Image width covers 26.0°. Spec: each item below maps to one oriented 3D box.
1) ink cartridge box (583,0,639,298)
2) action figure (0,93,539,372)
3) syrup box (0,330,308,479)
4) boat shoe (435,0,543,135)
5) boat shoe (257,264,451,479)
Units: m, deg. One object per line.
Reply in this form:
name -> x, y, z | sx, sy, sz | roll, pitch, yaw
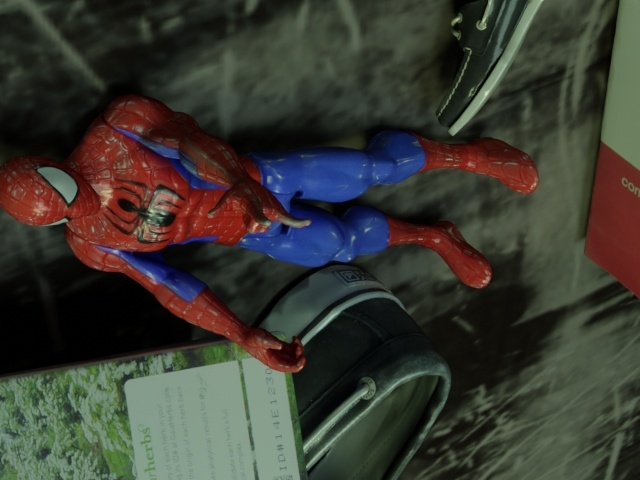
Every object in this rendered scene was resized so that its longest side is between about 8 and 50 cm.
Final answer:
ink cartridge box -> 0.305, -0.143, 0.705 | 0.279, 0.160, 0.385 | -24, 136, -22
action figure -> 0.000, 0.000, 0.603 | 0.280, 0.139, 0.091 | 3, 119, -38
syrup box -> -0.128, 0.102, 0.588 | 0.236, 0.096, 0.093 | -8, 88, -34
boat shoe -> 0.083, -0.108, 0.649 | 0.125, 0.038, 0.046 | -60, 180, 27
boat shoe -> -0.031, 0.161, 0.738 | 0.108, 0.102, 0.301 | 18, 111, -47
